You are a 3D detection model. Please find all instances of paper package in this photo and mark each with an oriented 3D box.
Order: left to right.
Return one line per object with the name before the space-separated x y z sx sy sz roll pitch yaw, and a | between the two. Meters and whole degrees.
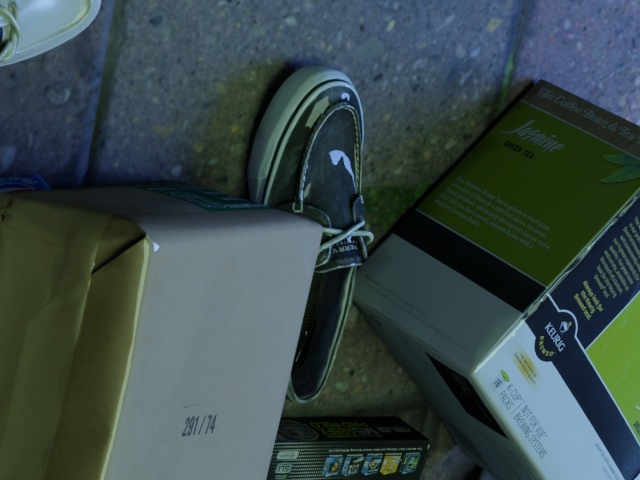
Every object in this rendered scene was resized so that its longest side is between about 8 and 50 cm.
paper package | -0.163 0.109 1.641 0.325 0.168 0.309 -5 111 -64

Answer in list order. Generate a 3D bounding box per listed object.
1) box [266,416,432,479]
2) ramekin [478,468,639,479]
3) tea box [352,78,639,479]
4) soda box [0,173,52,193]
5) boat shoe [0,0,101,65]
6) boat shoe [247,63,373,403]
box | -0.024 0.296 2.029 0.270 0.060 0.216 5 109 -41
ramekin | 0.276 0.295 2.184 0.207 0.207 0.109 -46 125 -11
tea box | 0.258 0.072 2.032 0.323 0.220 0.329 -45 134 -11
soda box | -0.274 0.051 1.680 0.071 0.067 0.210 -6 117 -27
boat shoe | -0.285 -0.174 1.541 0.267 0.088 0.096 -11 119 -35
boat shoe | 0.000 0.000 1.849 0.121 0.119 0.335 -9 118 -36
